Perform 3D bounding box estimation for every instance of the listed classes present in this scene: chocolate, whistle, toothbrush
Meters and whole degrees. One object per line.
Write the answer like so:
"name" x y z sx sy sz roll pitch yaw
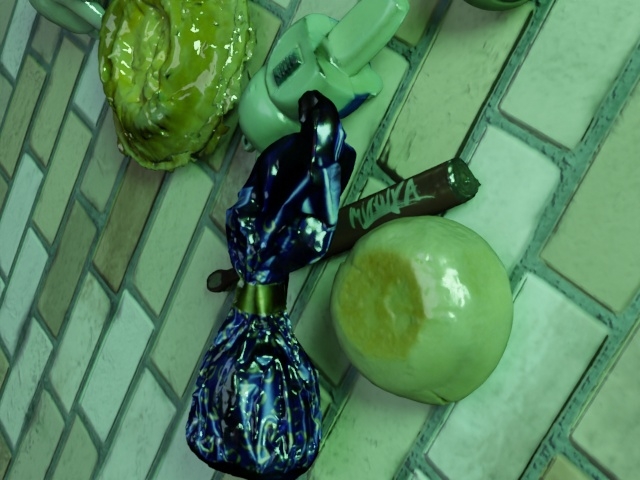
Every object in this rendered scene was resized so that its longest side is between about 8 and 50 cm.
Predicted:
"chocolate" -0.043 0.034 0.787 0.148 0.126 0.343 -114 31 -77
"whistle" -0.002 -0.152 0.826 0.244 0.092 0.110 -38 57 39
"toothbrush" -0.001 0.000 0.841 0.364 0.041 0.040 -23 68 43

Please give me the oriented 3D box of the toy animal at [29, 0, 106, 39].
"toy animal" -0.285 -0.343 1.110 0.282 0.138 0.140 5 80 55

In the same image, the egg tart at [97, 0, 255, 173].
"egg tart" -0.185 -0.217 1.030 0.279 0.095 0.278 -12 73 47

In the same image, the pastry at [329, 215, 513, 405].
"pastry" 0.079 0.056 0.711 0.156 0.092 0.156 3 95 48

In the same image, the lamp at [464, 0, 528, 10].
"lamp" 0.130 -0.254 0.715 0.091 0.091 0.163 -53 35 28
